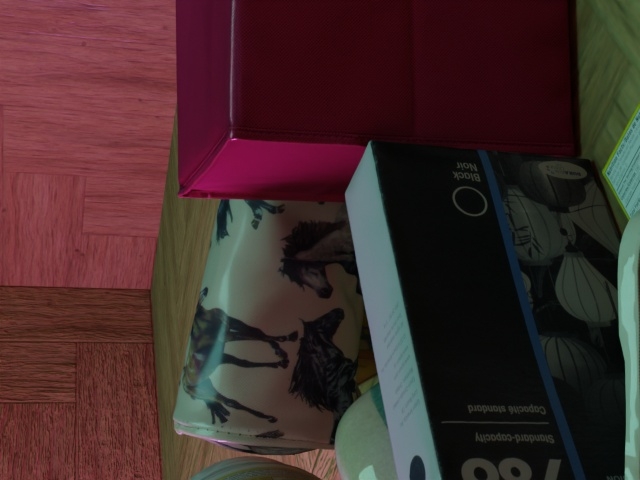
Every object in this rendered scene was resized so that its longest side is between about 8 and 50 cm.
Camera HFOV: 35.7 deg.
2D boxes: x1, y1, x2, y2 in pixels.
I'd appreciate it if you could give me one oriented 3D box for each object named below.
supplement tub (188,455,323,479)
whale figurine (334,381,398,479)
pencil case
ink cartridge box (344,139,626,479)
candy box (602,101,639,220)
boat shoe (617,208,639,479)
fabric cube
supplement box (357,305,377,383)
[{"bbox_3d":[-0.047,0.366,1.002,0.331,0.241,0.241,-159,72,-74],"label":"supplement tub"},{"bbox_3d":[0.125,0.190,0.634,0.272,0.141,0.216,53,-178,39],"label":"whale figurine"},{"bbox_3d":[-0.014,0.003,0.963,0.160,0.183,0.410,-15,62,64],"label":"pencil case"},{"bbox_3d":[0.120,0.087,0.574,0.065,0.165,0.332,116,152,-50],"label":"ink cartridge box"},{"bbox_3d":[0.214,-0.078,0.514,0.105,0.027,0.206,-100,19,-45],"label":"candy box"},{"bbox_3d":[0.194,0.096,0.469,0.079,0.084,0.233,-5,88,50],"label":"boat shoe"},{"bbox_3d":[0.025,-0.173,0.784,0.254,0.259,0.258,162,109,-73],"label":"fabric cube"},{"bbox_3d":[0.012,0.123,1.132,0.233,0.078,0.080,136,138,-67],"label":"supplement box"}]
